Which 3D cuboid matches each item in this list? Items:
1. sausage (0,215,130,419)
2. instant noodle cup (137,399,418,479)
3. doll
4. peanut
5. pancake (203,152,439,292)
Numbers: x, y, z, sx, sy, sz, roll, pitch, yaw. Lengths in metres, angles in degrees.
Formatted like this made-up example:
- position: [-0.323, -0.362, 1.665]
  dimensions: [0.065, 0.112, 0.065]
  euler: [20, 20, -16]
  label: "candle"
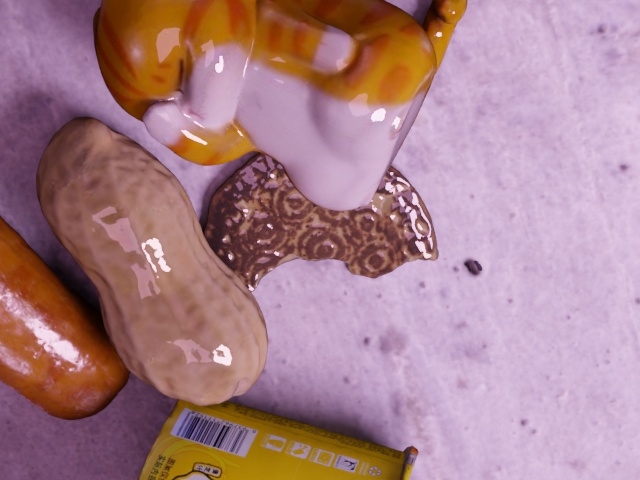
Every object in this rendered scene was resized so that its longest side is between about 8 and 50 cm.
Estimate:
- position: [-0.262, 0.042, 1.352]
  dimensions: [0.109, 0.109, 0.270]
  euler: [-36, 109, 18]
  label: "sausage"
- position: [-0.056, 0.254, 1.353]
  dimensions: [0.200, 0.264, 0.264]
  euler: [21, 114, 4]
  label: "instant noodle cup"
- position: [-0.041, -0.130, 1.228]
  dimensions: [0.270, 0.162, 0.166]
  euler: [16, 135, -8]
  label: "doll"
- position: [-0.140, 0.021, 1.321]
  dimensions: [0.124, 0.123, 0.256]
  euler: [-32, 96, 17]
  label: "peanut"
- position: [0.000, 0.000, 1.356]
  dimensions: [0.191, 0.020, 0.184]
  euler: [19, 113, -2]
  label: "pancake"
